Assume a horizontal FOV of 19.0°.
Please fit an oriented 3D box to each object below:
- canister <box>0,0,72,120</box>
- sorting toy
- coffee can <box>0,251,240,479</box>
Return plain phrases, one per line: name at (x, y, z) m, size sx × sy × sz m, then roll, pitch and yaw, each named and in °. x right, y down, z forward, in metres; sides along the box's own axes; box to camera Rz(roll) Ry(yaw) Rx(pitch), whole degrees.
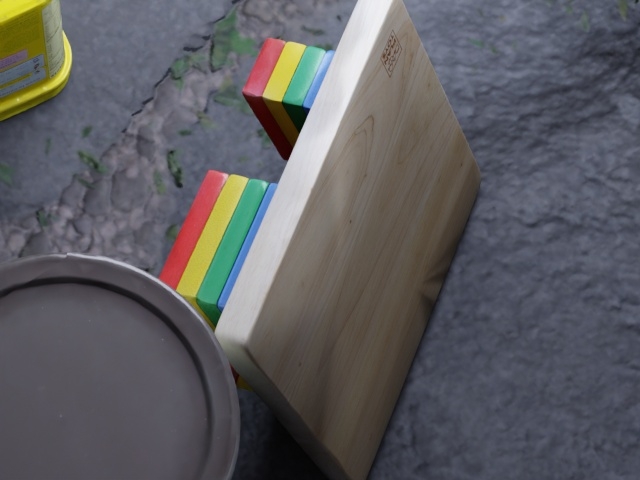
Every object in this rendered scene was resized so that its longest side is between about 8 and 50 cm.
canister at (-0.239, -0.145, 1.338) m, size 0.126 × 0.170 × 0.073 m, roll -24°, pitch 77°, yaw -12°
sorting toy at (0.000, 0.000, 1.290) m, size 0.089 × 0.255 × 0.257 m, roll 13°, pitch 68°, yaw 24°
coffee can at (-0.158, 0.142, 1.205) m, size 0.201 × 0.275 × 0.201 m, roll 2°, pitch 73°, yaw -5°
